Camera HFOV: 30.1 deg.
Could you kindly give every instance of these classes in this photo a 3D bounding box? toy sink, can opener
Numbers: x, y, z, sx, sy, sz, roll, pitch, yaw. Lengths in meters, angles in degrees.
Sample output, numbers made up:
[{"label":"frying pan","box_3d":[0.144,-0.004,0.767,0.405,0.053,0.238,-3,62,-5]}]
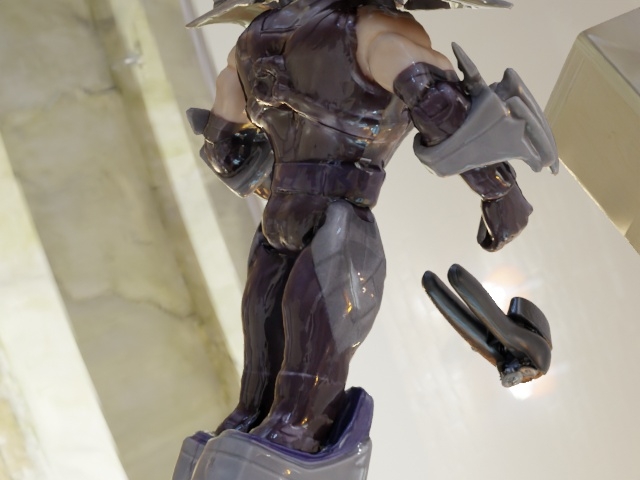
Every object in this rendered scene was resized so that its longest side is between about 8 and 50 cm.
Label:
[{"label":"toy sink","box_3d":[0.301,-0.060,0.891,0.234,0.153,0.131,54,-25,24]},{"label":"can opener","box_3d":[0.144,0.073,1.036,0.059,0.186,0.073,-28,-133,29]}]

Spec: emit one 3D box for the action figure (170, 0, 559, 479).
[{"label":"action figure","box_3d":[0.000,0.000,0.459,0.185,0.099,0.285,2,-99,63]}]
